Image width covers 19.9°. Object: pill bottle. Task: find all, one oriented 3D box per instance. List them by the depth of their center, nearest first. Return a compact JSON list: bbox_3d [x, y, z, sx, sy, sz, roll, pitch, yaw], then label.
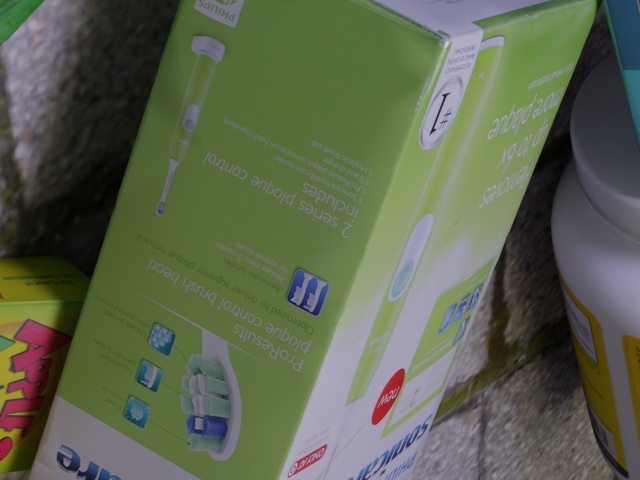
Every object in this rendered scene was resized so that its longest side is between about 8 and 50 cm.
[{"bbox_3d":[0.248,0.025,1.156,0.188,0.188,0.334,-44,145,-17],"label":"pill bottle"}]

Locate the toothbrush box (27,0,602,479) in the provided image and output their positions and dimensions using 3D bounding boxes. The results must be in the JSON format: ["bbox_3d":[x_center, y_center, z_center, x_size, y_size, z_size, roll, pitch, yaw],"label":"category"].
[{"bbox_3d":[0.000,0.000,0.848,0.206,0.122,0.283,-24,139,-62],"label":"toothbrush box"}]

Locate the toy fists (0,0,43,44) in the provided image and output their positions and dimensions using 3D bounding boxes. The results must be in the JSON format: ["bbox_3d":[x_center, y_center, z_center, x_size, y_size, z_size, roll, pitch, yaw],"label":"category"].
[{"bbox_3d":[-0.160,-0.169,0.574,0.142,0.096,0.279,-57,146,-15],"label":"toy fists"}]

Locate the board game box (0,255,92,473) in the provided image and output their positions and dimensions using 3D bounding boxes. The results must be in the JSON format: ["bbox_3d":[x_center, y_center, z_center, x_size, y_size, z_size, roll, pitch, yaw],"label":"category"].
[{"bbox_3d":[-0.179,0.057,0.783,0.181,0.043,0.092,0,118,-51],"label":"board game box"}]

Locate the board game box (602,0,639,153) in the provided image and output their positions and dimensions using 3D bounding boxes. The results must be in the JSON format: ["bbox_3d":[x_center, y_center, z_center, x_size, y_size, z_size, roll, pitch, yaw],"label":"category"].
[{"bbox_3d":[0.198,-0.214,0.897,0.336,0.079,0.254,63,39,-53],"label":"board game box"}]
